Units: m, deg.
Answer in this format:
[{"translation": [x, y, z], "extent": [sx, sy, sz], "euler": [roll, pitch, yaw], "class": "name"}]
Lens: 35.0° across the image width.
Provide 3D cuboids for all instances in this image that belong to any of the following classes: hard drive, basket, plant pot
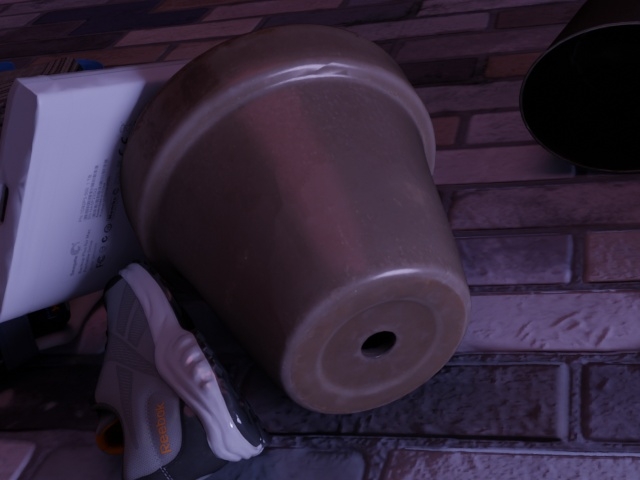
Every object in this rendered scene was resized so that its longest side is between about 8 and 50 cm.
[{"translation": [-0.142, -0.057, 0.874], "extent": [0.040, 0.203, 0.307], "euler": [35, 31, 26], "class": "hard drive"}, {"translation": [0.327, -0.186, 1.081], "extent": [0.204, 0.154, 0.227], "euler": [0, 26, 18], "class": "basket"}, {"translation": [0.000, 0.000, 0.780], "extent": [0.263, 0.263, 0.229], "euler": [-18, 45, -12], "class": "plant pot"}]

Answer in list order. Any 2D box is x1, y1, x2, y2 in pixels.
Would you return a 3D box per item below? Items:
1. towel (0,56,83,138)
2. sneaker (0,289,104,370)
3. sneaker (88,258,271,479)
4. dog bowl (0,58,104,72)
[{"translation": [-0.454, -0.106, 1.122], "extent": [0.324, 0.056, 0.312], "euler": [-6, 38, 16], "class": "towel"}, {"translation": [-0.304, 0.058, 0.878], "extent": [0.127, 0.126, 0.321], "euler": [3, 29, 36], "class": "sneaker"}, {"translation": [-0.135, 0.099, 0.775], "extent": [0.108, 0.100, 0.271], "euler": [-35, 28, -7], "class": "sneaker"}, {"translation": [-0.435, -0.193, 1.444], "extent": [0.297, 0.074, 0.166], "euler": [2, 31, 25], "class": "dog bowl"}]
